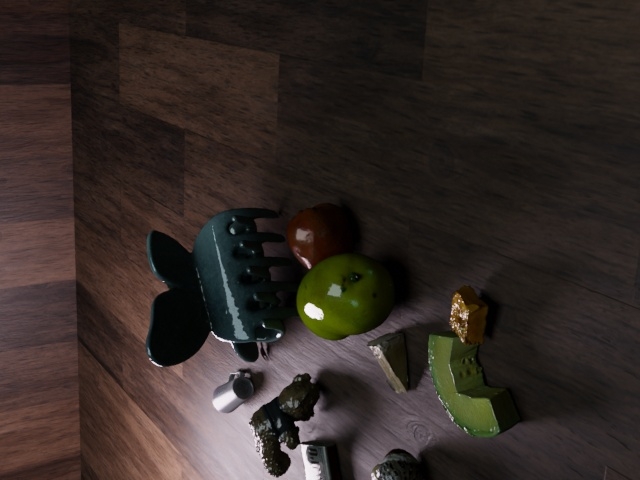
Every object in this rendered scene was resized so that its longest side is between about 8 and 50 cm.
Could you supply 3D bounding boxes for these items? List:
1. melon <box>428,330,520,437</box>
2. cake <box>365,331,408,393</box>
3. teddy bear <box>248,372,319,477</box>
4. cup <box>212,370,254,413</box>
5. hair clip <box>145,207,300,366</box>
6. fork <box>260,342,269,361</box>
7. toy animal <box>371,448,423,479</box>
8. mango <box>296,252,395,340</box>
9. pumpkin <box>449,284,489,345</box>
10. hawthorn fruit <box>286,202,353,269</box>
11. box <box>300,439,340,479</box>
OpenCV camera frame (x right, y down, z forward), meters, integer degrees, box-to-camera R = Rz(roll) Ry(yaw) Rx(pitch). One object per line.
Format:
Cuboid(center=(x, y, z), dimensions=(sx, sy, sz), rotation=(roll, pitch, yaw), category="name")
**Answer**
Cuboid(center=(0.251, 0.239, 1.507), dimensions=(0.118, 0.064, 0.209), rotation=(-52, 51, 50), category="melon")
Cuboid(center=(0.144, 0.235, 1.707), dimensions=(0.052, 0.065, 0.121), rotation=(-2, 117, 58), category="cake")
Cuboid(center=(-0.092, 0.410, 1.995), dimensions=(0.251, 0.129, 0.182), rotation=(-61, 31, 20), category="teddy bear")
Cuboid(center=(-0.221, 0.380, 2.293), dimensions=(0.116, 0.074, 0.104), rotation=(-40, 34, 49), category="cup")
Cuboid(center=(-0.197, 0.097, 1.998), dimensions=(0.238, 0.392, 0.318), rotation=(-24, 72, 27), category="hair clip")
Cuboid(center=(-0.146, 0.244, 2.185), dimensions=(0.012, 0.016, 0.115), rotation=(-30, 69, 32), category="fork")
Cuboid(center=(0.153, 0.446, 1.669), dimensions=(0.137, 0.098, 0.098), rotation=(-148, 57, -67), category="toy animal")
Cuboid(center=(0.042, 0.116, 1.731), dimensions=(0.143, 0.175, 0.293), rotation=(-66, 6, -26), category="mango")
Cuboid(center=(0.251, 0.123, 1.491), dimensions=(0.074, 0.054, 0.083), rotation=(-117, 23, -57), category="pumpkin")
Cuboid(center=(0.000, 0.000, 1.795), dimensions=(0.138, 0.133, 0.133), rotation=(58, 143, 9), category="hawthorn fruit")
Cuboid(center=(0.005, 0.538, 1.984), dimensions=(0.115, 0.036, 0.177), rotation=(-14, 84, 59), category="box")
